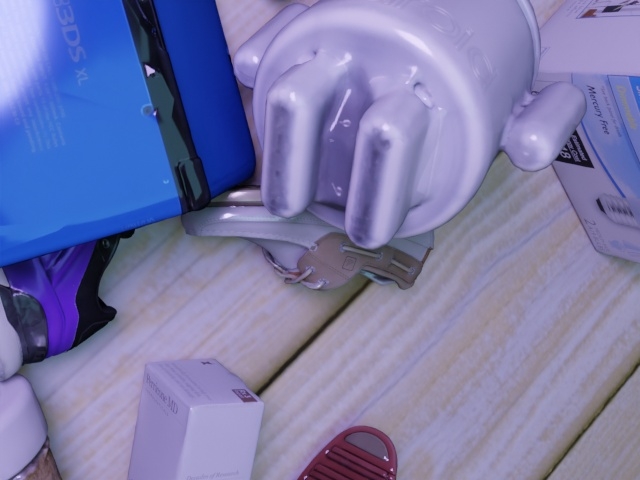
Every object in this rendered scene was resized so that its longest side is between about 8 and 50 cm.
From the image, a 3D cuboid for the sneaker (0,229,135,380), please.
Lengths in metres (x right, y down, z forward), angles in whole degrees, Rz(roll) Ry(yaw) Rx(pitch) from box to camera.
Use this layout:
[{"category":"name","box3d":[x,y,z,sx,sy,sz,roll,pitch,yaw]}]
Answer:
[{"category":"sneaker","box3d":[-0.228,-0.042,0.594,0.146,0.102,0.294,-17,116,-34]}]

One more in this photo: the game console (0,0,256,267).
[{"category":"game console","box3d":[-0.178,-0.156,0.543,0.250,0.173,0.293,-18,101,-17]}]

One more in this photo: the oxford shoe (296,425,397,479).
[{"category":"oxford shoe","box3d":[0.008,0.384,0.869,0.130,0.123,0.348,29,85,-61]}]

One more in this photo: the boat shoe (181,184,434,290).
[{"category":"boat shoe","box3d":[0.000,0.000,0.735,0.302,0.113,0.103,3,96,-34]}]

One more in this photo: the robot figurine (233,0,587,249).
[{"category":"robot figurine","box3d":[0.076,-0.138,0.641,0.353,0.299,0.200,-53,161,-48]}]

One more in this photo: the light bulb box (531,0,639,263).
[{"category":"light bulb box","box3d":[0.477,-0.131,0.854,0.225,0.361,0.358,-48,122,-13]}]

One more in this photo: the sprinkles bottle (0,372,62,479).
[{"category":"sprinkles bottle","box3d":[-0.260,0.293,0.644,0.121,0.121,0.356,-22,114,-26]}]

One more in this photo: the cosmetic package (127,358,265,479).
[{"category":"cosmetic package","box3d":[-0.133,0.244,0.716,0.085,0.117,0.231,3,100,-35]}]
